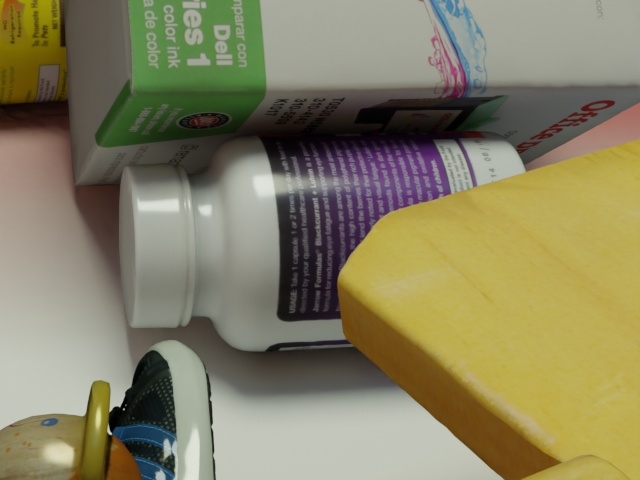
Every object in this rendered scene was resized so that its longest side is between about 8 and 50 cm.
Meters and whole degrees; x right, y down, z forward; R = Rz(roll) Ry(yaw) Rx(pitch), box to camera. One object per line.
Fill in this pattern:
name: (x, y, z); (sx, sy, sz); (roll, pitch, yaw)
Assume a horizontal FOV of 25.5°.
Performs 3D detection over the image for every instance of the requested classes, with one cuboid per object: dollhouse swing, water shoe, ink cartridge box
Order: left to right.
water shoe: (-0.081, 0.110, 0.560); (0.080, 0.072, 0.203); (0, 34, -7)
ink cartridge box: (0.014, -0.107, 0.767); (0.278, 0.117, 0.201); (-3, -9, -18)
dollhouse swing: (0.209, 0.125, 0.492); (0.347, 0.315, 0.305); (-17, 12, -21)

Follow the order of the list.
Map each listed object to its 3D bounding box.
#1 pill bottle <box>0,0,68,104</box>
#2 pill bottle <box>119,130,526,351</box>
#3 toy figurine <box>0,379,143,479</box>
pill bottle: (-0.237, -0.138, 0.859); (0.215, 0.117, 0.117); (-6, 36, -18)
pill bottle: (0.000, 0.000, 0.706); (0.194, 0.108, 0.108); (-2, 35, -14)
toy figurine: (-0.087, 0.165, 0.352); (0.148, 0.209, 0.213); (-8, 37, -4)
